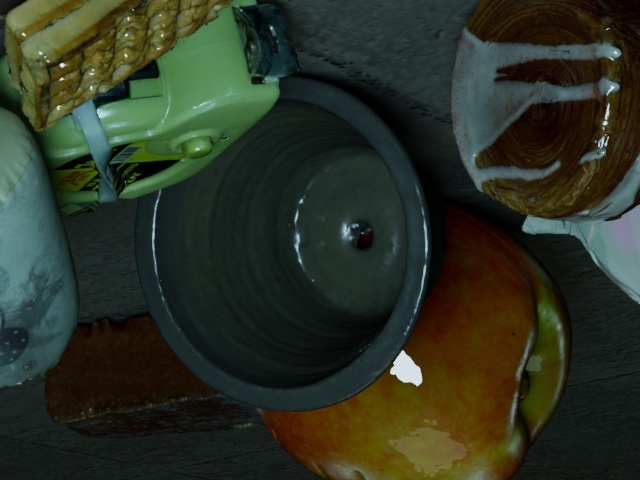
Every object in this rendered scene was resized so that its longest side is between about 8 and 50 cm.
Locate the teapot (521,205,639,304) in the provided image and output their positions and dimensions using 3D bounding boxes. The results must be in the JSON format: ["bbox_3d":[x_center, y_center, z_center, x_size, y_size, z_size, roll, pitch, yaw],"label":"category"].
[{"bbox_3d":[0.256,-0.040,1.191,0.178,0.163,0.221,-29,172,-30],"label":"teapot"}]

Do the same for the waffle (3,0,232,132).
[{"bbox_3d":[-0.110,-0.129,1.000,0.148,0.042,0.102,-37,171,-17],"label":"waffle"}]

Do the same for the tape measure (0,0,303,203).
[{"bbox_3d":[-0.134,-0.087,1.146,0.175,0.106,0.200,-7,167,-28],"label":"tape measure"}]

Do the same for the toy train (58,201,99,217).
[{"bbox_3d":[-0.207,-0.057,1.320,0.071,0.038,0.148,-13,157,27],"label":"toy train"}]

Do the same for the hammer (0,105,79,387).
[{"bbox_3d":[-0.279,-0.045,1.103,0.305,0.113,0.202,33,148,27],"label":"hammer"}]

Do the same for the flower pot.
[{"bbox_3d":[0.000,0.000,1.287,0.235,0.235,0.148,-12,177,27],"label":"flower pot"}]

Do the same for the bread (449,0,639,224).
[{"bbox_3d":[0.149,-0.088,1.084,0.073,0.160,0.160,0,163,-33],"label":"bread"}]

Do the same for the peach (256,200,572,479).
[{"bbox_3d":[0.058,0.077,1.469,0.274,0.248,0.245,6,132,25],"label":"peach"}]

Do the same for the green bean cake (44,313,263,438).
[{"bbox_3d":[-0.159,0.132,1.778,0.232,0.097,0.198,-6,162,13],"label":"green bean cake"}]

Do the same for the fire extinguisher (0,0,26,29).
[{"bbox_3d":[-0.160,-0.177,0.878,0.075,0.106,0.252,-11,163,-12],"label":"fire extinguisher"}]
